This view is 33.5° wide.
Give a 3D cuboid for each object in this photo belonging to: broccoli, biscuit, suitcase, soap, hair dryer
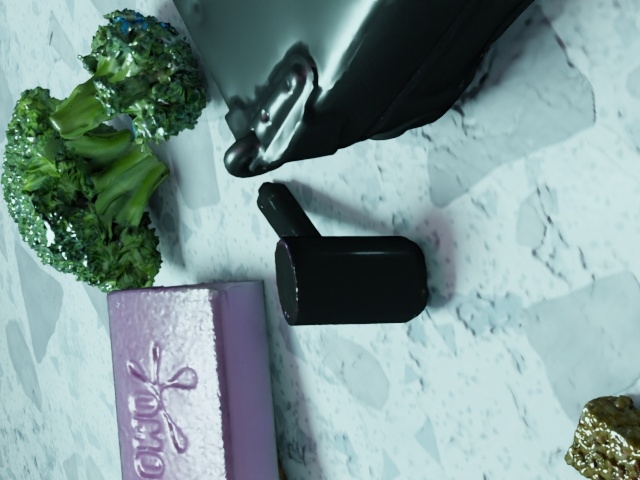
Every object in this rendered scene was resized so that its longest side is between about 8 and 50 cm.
[{"bbox_3d":[-0.262,-0.051,1.195,0.226,0.198,0.176,30,95,13],"label":"broccoli"},{"bbox_3d":[0.237,0.171,0.658,0.199,0.034,0.064,39,134,41],"label":"biscuit"},{"bbox_3d":[0.000,-0.259,0.695,0.345,0.188,0.339,64,147,19],"label":"suitcase"},{"bbox_3d":[-0.134,0.174,1.105,0.181,0.081,0.259,-4,90,42],"label":"soap"},{"bbox_3d":[-0.002,0.000,0.917,0.248,0.114,0.070,-129,42,-63],"label":"hair dryer"},{"bbox_3d":[-0.196,-0.152,1.064,0.167,0.160,0.154,54,171,12],"label":"broccoli"}]

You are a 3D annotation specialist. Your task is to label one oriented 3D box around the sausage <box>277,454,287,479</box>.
[{"bbox_3d":[-0.052,0.269,1.126,0.043,0.043,0.186,-28,80,57],"label":"sausage"}]
